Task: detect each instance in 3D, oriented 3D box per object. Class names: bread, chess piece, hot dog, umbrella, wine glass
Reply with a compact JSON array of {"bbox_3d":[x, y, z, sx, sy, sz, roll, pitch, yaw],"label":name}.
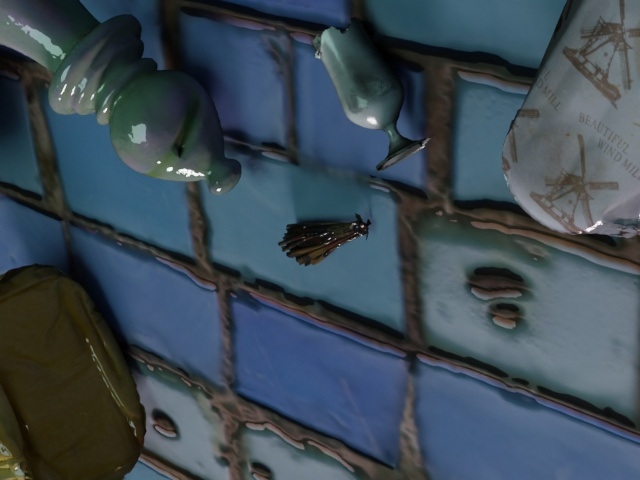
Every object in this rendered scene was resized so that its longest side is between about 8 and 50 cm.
[{"bbox_3d":[-0.228,0.121,0.982,0.114,0.132,0.190,-23,93,52],"label":"bread"},{"bbox_3d":[-0.156,-0.124,0.781,0.272,0.139,0.139,41,138,5],"label":"chess piece"},{"bbox_3d":[0.143,-0.078,0.541,0.099,0.053,0.192,39,133,21],"label":"hot dog"},{"bbox_3d":[0.002,-0.001,0.760,0.083,0.020,0.031,-19,100,44],"label":"umbrella"},{"bbox_3d":[0.026,-0.080,0.673,0.039,0.042,0.083,-32,85,12],"label":"wine glass"}]
